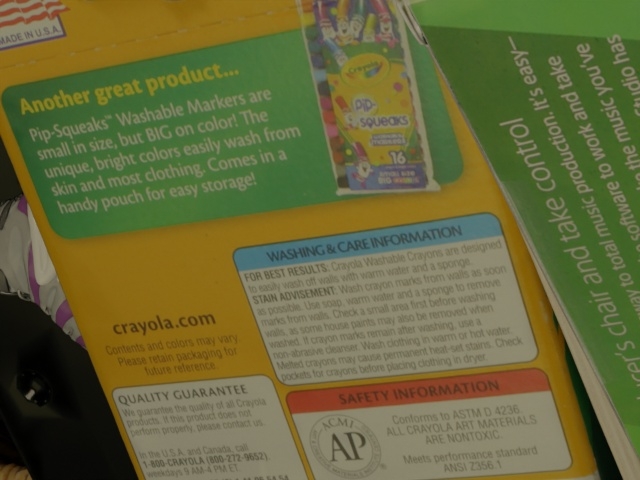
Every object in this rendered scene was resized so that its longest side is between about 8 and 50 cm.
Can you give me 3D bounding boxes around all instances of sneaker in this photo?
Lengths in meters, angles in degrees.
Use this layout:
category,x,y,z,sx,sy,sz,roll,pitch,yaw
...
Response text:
category,x,y,z,sx,sy,sz,roll,pitch,yaw
sneaker,-0.122,0.023,0.791,0.069,0.038,0.098,-14,101,30

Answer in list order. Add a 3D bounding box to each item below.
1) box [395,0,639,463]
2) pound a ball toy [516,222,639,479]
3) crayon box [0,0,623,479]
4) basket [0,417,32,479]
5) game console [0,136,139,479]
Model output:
category,x,y,z,sx,sy,sz,roll,pitch,yaw
box,0.213,-0.032,0.478,0.322,0.058,0.232,-15,124,24
pound a ball toy,0.184,-0.033,0.611,0.208,0.135,0.319,-12,126,24
crayon box,0.000,0.000,0.697,0.203,0.083,0.323,-8,114,27
basket,-0.175,0.037,1.025,0.299,0.213,0.223,27,150,24
game console,-0.035,-0.005,0.795,0.342,0.060,0.386,-12,112,28
